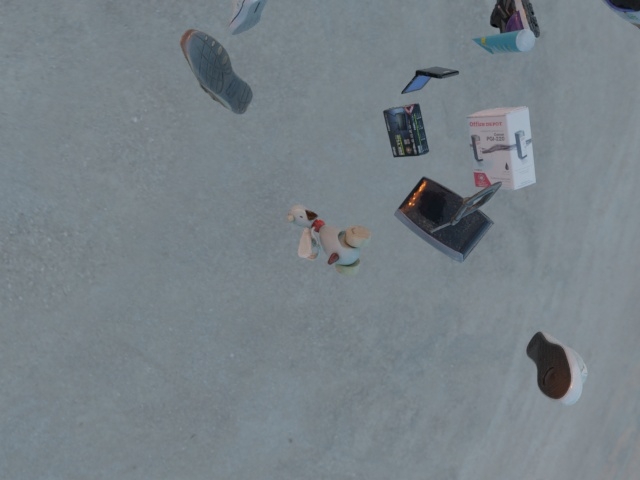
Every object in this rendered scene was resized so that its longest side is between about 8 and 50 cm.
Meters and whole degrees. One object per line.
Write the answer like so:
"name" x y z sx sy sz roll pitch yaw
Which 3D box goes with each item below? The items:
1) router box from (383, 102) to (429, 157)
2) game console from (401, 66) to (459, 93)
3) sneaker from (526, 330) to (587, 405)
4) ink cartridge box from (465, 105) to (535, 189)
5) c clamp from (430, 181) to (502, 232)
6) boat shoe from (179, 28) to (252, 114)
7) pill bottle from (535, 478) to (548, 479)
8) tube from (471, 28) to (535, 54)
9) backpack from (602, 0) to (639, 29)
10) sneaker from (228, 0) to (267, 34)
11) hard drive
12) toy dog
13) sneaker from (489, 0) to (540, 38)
"router box" 0.206 -0.264 1.247 0.038 0.092 0.122 -24 108 -29
"game console" 0.293 -0.421 1.376 0.122 0.107 0.071 -30 134 -46
"sneaker" 0.549 0.289 1.140 0.105 0.123 0.290 -61 174 16
"ink cartridge box" 0.511 -0.261 1.467 0.092 0.159 0.217 -19 107 -24
"c clamp" 0.313 -0.069 1.088 0.137 0.022 0.160 -25 164 -13
"boat shoe" -0.321 -0.489 1.517 0.123 0.117 0.324 -57 153 -11
"pill bottle" 0.220 0.361 0.556 0.108 0.108 0.180 25 105 -46
"tube" 0.475 -0.515 1.348 0.080 0.207 0.052 32 98 -19
"backpack" 0.524 -0.430 0.745 0.213 0.276 0.263 19 56 -18
"sneaker" -0.229 -0.715 1.572 0.094 0.258 0.091 -27 96 -25
"hard drive" 0.360 -0.070 1.527 0.172 0.255 0.054 -52 159 1
"toy dog" 0.000 0.000 1.673 0.161 0.334 0.219 -22 115 -45
"sneaker" 0.563 -0.719 1.571 0.107 0.124 0.282 6 72 -45
